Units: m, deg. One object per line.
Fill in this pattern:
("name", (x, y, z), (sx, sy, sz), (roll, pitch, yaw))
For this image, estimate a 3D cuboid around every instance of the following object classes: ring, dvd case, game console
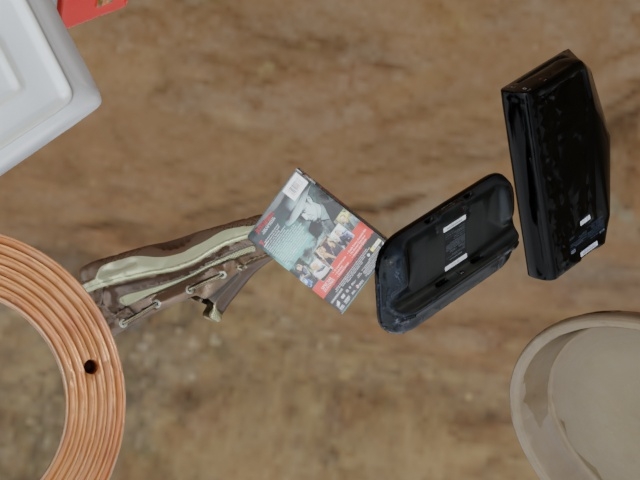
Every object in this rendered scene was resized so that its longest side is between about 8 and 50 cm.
("ring", (-0.344, 0.154, 1.621), (0.337, 0.336, 0.032), (17, 171, -21))
("dvd case", (0.000, 0.000, 1.677), (0.119, 0.087, 0.013), (38, -163, 6))
("game console", (0.175, -0.035, 1.750), (0.044, 0.361, 0.213), (13, 123, 42))

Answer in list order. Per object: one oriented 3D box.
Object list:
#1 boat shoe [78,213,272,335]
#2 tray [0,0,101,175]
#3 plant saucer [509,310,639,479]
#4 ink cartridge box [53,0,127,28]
("boat shoe", (-0.117, 0.039, 1.834), (0.257, 0.095, 0.095), (-16, 177, -5))
("tray", (-0.267, -0.075, 1.117), (0.030, 0.270, 0.145), (18, 139, 53))
("plant saucer", (0.279, 0.161, 1.392), (0.278, 0.041, 0.278), (24, 137, 24))
("ink cartridge box", (-0.263, -0.232, 1.651), (0.232, 0.066, 0.189), (-20, 151, -25))
